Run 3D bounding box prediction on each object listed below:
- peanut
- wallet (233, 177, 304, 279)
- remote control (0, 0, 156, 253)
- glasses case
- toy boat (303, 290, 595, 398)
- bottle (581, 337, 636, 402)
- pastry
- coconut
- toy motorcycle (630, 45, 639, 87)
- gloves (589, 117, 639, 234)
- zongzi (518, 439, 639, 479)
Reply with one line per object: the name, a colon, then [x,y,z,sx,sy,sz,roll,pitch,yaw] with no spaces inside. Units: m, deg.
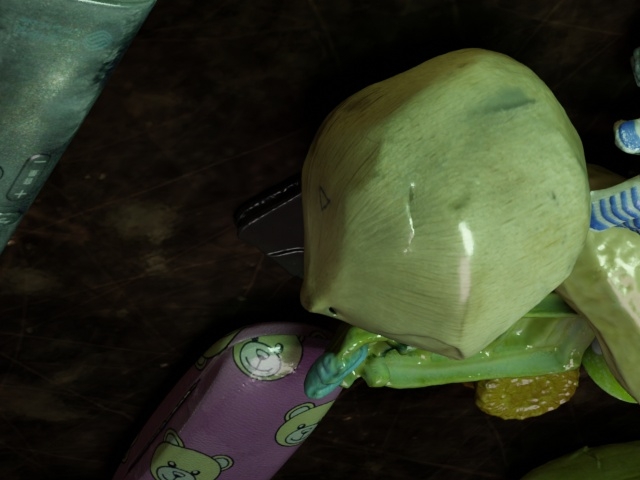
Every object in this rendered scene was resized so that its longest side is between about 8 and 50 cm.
peanut: [0.248,0.042,1.397,0.123,0.123,0.256,-37,99,31]
wallet: [0.000,0.000,1.399,0.082,0.018,0.157,-27,145,17]
remote control: [-0.235,-0.053,1.217,0.107,0.044,0.377,12,139,-27]
glasses case: [-0.085,0.168,1.562,0.123,0.075,0.316,8,141,-28]
toy boat: [0.107,0.068,1.467,0.276,0.084,0.111,-5,146,-30]
bottle: [0.334,0.011,1.467,0.093,0.093,0.330,7,141,-28]
pastry: [0.179,0.118,1.599,0.109,0.057,0.097,-26,143,15]
coconut: [0.076,-0.021,1.241,0.224,0.224,0.224,-9,146,-6]
toy motorcycle: [0.301,-0.164,1.177,0.159,0.106,0.270,-4,160,-6]
gloves: [0.294,-0.055,1.286,0.229,0.119,0.097,-21,-173,4]
zongzi: [0.395,0.236,1.748,0.356,0.174,0.393,9,140,-24]
